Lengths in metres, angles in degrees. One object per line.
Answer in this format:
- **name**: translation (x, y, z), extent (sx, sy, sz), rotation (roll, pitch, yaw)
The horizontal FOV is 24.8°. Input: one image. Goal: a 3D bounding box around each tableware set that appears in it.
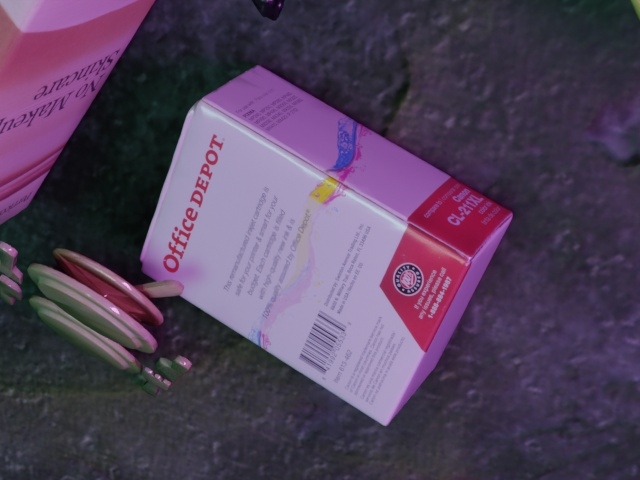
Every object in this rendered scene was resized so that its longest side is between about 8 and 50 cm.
- **tableware set**: translation (-0.135, 0.039, 0.892), extent (0.128, 0.039, 0.194), rotation (33, 164, -4)

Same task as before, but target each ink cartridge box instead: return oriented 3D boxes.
- **ink cartridge box**: translation (0.000, 0.000, 0.826), extent (0.175, 0.072, 0.127), rotation (32, 125, 12)

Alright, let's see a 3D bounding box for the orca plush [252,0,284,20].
- **orca plush**: translation (0.065, -0.198, 0.679), extent (0.102, 0.151, 0.287), rotation (28, 127, -24)

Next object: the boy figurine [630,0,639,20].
- **boy figurine**: translation (0.197, -0.129, 0.585), extent (0.285, 0.092, 0.177), rotation (24, 126, -14)

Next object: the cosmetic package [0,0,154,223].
- **cosmetic package**: translation (-0.193, -0.129, 0.823), extent (0.129, 0.153, 0.296), rotation (44, 128, 5)
